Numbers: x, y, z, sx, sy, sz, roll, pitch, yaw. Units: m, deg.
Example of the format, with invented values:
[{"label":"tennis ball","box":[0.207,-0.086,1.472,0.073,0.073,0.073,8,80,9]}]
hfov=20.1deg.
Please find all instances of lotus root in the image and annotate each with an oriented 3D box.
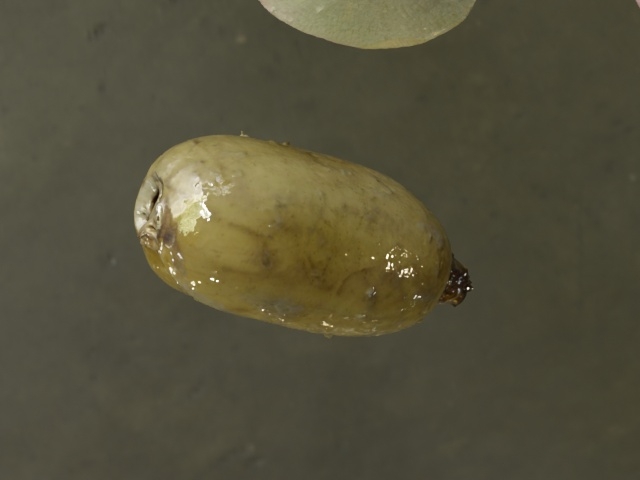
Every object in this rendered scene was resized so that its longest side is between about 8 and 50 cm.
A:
[{"label":"lotus root","box":[0.000,0.000,1.526,0.343,0.169,0.151,10,97,-33]}]

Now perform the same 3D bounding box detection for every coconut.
[{"label":"coconut","box":[0.044,-0.347,1.785,0.297,0.309,0.297,0,116,1]}]

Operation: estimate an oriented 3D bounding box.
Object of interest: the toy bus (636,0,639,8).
[{"label":"toy bus","box":[0.346,-0.197,1.082,0.386,0.162,0.171,-17,153,-30]}]
